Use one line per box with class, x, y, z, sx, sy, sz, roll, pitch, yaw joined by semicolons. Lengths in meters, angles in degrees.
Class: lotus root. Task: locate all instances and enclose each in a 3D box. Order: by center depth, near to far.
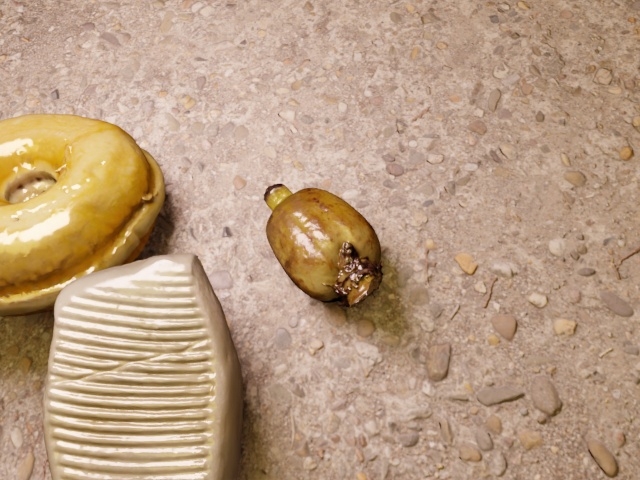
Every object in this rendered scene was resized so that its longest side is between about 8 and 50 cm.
lotus root;0.000;0.000;0.777;0.169;0.141;0.314;-33;58;-12

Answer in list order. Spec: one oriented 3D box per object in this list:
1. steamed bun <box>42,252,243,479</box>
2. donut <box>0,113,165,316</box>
steamed bun;-0.237;0.227;0.652;0.246;0.236;0.384;-12;72;-4
donut;-0.504;-0.060;0.777;0.448;0.198;0.449;3;50;-4
